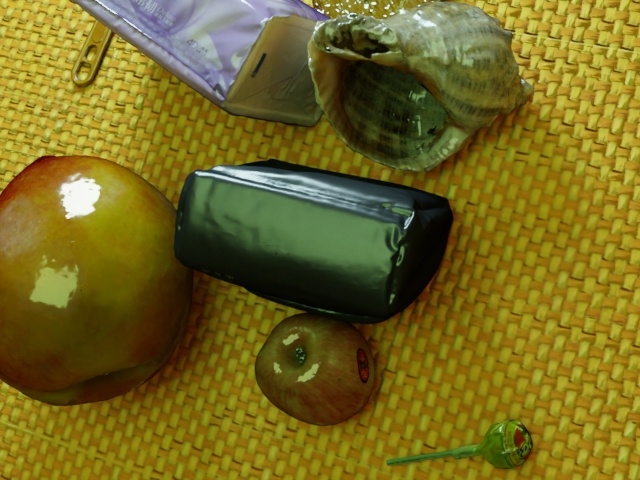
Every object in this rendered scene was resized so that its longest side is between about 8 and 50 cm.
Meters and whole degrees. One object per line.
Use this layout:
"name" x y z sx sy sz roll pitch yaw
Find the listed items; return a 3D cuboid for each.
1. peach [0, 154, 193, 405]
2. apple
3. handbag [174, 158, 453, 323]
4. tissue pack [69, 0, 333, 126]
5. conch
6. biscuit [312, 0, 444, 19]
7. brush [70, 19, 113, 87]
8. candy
"peach" -0.319 0.044 1.651 0.307 0.308 0.333 -18 75 18
"apple" -0.008 0.161 1.587 0.146 0.131 0.146 -8 71 23
"handbag" -0.001 0.003 1.565 0.301 0.275 0.178 12 95 17
"tissue pack" -0.152 -0.305 1.677 0.338 0.242 0.160 37 105 23
"conch" 0.124 -0.214 1.596 0.291 0.159 0.210 20 126 -5
"biscuit" 0.080 -0.319 1.711 0.206 0.025 0.126 -2 78 23
"brush" -0.300 -0.373 1.884 0.090 0.017 0.314 23 88 27
"candy" 0.167 0.259 1.545 0.193 0.062 0.058 -13 118 28
